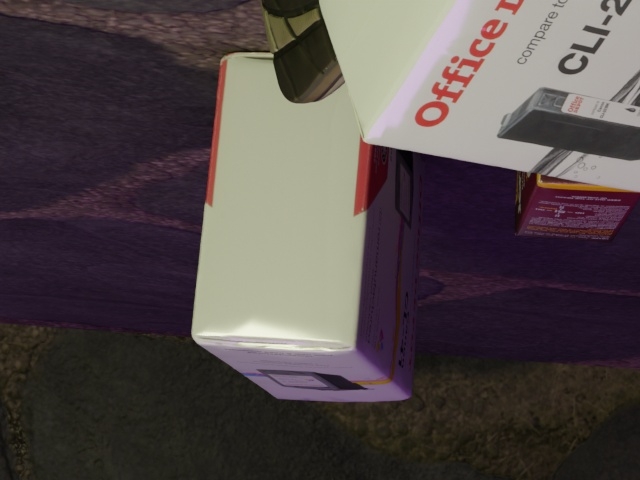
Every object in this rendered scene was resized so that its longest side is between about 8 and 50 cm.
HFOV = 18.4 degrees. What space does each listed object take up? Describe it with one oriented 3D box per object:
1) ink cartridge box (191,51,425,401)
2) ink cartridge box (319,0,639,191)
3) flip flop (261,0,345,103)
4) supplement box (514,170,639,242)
[{"bbox_3d":[0.000,0.000,1.578,0.131,0.226,0.306,2,169,12],"label":"ink cartridge box"},{"bbox_3d":[0.164,-0.131,0.999,0.273,0.114,0.197,9,135,-26],"label":"ink cartridge box"},{"bbox_3d":[0.035,-0.157,1.161,0.080,0.112,0.277,-7,168,-28],"label":"flip flop"},{"bbox_3d":[0.196,-0.068,1.496,0.081,0.104,0.188,3,168,1],"label":"supplement box"}]
